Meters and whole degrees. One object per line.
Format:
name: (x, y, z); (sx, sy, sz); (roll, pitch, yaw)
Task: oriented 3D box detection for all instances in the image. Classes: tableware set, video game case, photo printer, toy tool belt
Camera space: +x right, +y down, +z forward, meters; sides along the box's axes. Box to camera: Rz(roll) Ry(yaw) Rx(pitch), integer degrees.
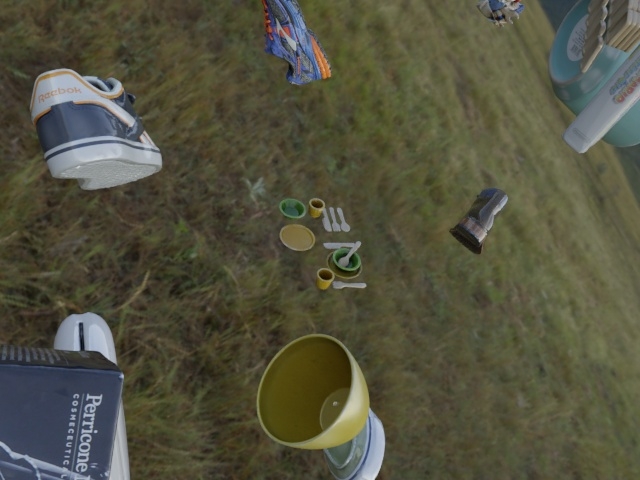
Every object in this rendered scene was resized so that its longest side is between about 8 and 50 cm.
tableware set: (0.000, 0.000, 0.919); (0.104, 0.024, 0.154); (1, 48, -18)
video game case: (0.300, -0.182, 0.547); (0.026, 0.206, 0.227); (44, 47, 12)
photo printer: (-0.414, 0.303, 1.266); (0.256, 0.107, 0.307); (-117, -154, -48)
toy tool belt: (0.266, -0.332, 0.996); (0.051, 0.052, 0.083); (51, -14, -24)

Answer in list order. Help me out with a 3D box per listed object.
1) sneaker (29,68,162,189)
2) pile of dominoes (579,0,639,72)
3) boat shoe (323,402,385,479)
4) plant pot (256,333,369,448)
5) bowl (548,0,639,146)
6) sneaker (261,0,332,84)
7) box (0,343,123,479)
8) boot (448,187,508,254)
sneaker: (-0.292, -0.144, 0.932); (0.321, 0.126, 0.127); (172, -100, -83)
pile of dominoes: (0.485, -0.403, 1.095); (0.040, 0.196, 0.251); (19, 65, -4)
boat shoe: (0.020, 0.273, 1.126); (0.094, 0.109, 0.302); (35, 15, -23)
plant pot: (0.006, 0.192, 0.832); (0.095, 0.134, 0.134); (43, 24, -42)
bowl: (0.538, -0.342, 1.276); (0.163, 0.311, 0.311); (15, 35, -16)
sneaker: (-0.063, -0.347, 1.154); (0.221, 0.087, 0.083); (56, 11, -30)
box: (-0.351, 0.252, 0.568); (0.313, 0.179, 0.342); (9, 84, -24)
boot: (0.323, -0.037, 1.399); (0.082, 0.106, 0.219); (40, -2, 7)
